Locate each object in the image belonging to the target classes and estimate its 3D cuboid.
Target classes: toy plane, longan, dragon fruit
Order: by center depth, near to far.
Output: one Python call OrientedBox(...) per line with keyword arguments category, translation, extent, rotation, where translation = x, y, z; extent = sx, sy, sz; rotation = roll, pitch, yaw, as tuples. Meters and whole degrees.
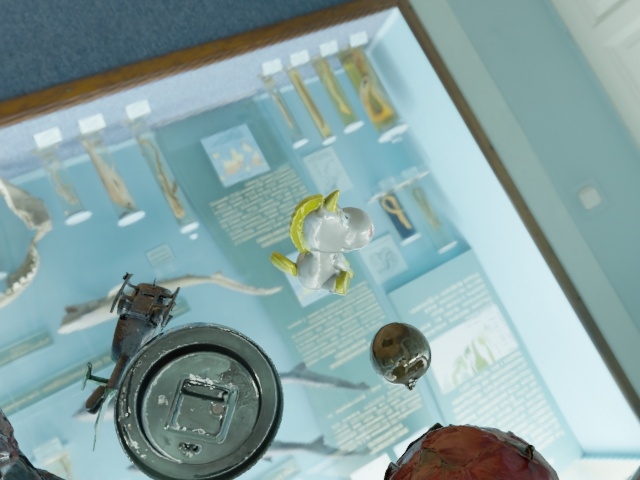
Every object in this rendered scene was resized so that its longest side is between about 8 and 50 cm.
OrientedBox(category="dragon fruit", translation=(0.191, 0.348, 0.849), extent=(0.244, 0.244, 0.299), rotation=(-28, -167, -9))
OrientedBox(category="longan", translation=(0.128, 0.185, 1.063), extent=(0.092, 0.113, 0.113), rotation=(-39, 169, 39))
OrientedBox(category="toy plane", translation=(-0.324, 0.181, 1.150), extent=(0.381, 0.107, 0.155), rotation=(-89, -165, -63))

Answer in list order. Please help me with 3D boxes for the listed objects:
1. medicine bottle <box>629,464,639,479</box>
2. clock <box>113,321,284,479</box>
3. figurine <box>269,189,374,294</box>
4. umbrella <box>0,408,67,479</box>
OrientedBox(category="medicine bottle", translation=(0.480, 0.425, 0.953), extent=(0.215, 0.135, 0.135), rotation=(-43, 179, -19))
OrientedBox(category="clock", translation=(-0.156, 0.211, 0.860), extent=(0.215, 0.214, 0.042), rotation=(-27, -168, -12))
OrientedBox(category="figurine", translation=(0.008, -0.001, 0.963), extent=(0.130, 0.109, 0.178), rotation=(8, 134, -19))
OrientedBox(category="umbrella", translation=(-0.255, 0.169, 0.488), extent=(0.090, 0.326, 0.094), rotation=(-30, -163, 21))
